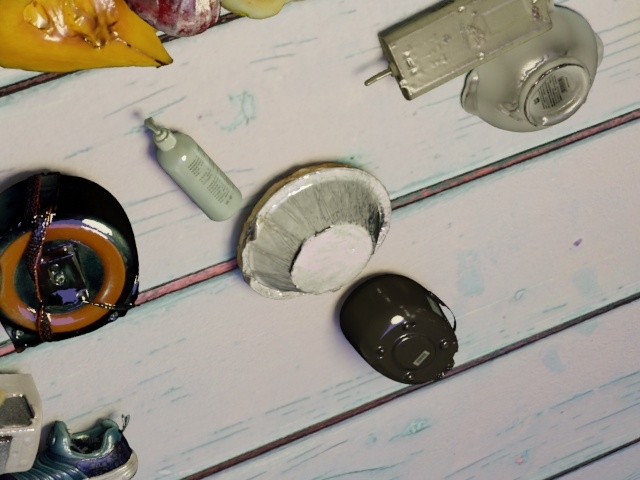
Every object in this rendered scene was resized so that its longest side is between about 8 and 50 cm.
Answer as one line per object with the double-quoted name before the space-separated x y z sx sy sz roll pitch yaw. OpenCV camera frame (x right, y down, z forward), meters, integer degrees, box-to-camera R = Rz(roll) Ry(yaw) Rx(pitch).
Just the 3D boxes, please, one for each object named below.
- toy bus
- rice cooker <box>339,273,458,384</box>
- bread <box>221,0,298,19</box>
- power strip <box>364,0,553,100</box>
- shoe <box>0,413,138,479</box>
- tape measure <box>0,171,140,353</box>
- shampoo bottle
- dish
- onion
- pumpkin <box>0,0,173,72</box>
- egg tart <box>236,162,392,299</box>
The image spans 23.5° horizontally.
"toy bus" -0.522 0.239 1.957 0.342 0.138 0.097 -1 125 -29
"rice cooker" 0.120 0.133 2.271 0.142 0.118 0.203 -48 132 13
"bread" -0.058 -0.357 1.738 0.213 0.105 0.213 -14 133 -16
"power strip" 0.174 -0.261 1.991 0.268 0.034 0.092 -28 104 -8
"shoe" -0.361 0.304 2.163 0.207 0.091 0.106 -15 112 -14
"tape measure" -0.324 0.027 1.893 0.202 0.135 0.223 -19 130 -4
"shampoo bottle" -0.167 -0.097 1.938 0.056 0.056 0.195 -37 136 3
"dish" 0.305 -0.228 2.095 0.224 0.078 0.246 -19 135 -15
"onion" -0.184 -0.313 1.658 0.098 0.206 0.151 -17 175 -24
"pumpkin" -0.291 -0.266 1.694 0.149 0.130 0.254 -17 160 29
"egg tart" 0.000 0.000 2.099 0.234 0.094 0.234 -19 136 -19
